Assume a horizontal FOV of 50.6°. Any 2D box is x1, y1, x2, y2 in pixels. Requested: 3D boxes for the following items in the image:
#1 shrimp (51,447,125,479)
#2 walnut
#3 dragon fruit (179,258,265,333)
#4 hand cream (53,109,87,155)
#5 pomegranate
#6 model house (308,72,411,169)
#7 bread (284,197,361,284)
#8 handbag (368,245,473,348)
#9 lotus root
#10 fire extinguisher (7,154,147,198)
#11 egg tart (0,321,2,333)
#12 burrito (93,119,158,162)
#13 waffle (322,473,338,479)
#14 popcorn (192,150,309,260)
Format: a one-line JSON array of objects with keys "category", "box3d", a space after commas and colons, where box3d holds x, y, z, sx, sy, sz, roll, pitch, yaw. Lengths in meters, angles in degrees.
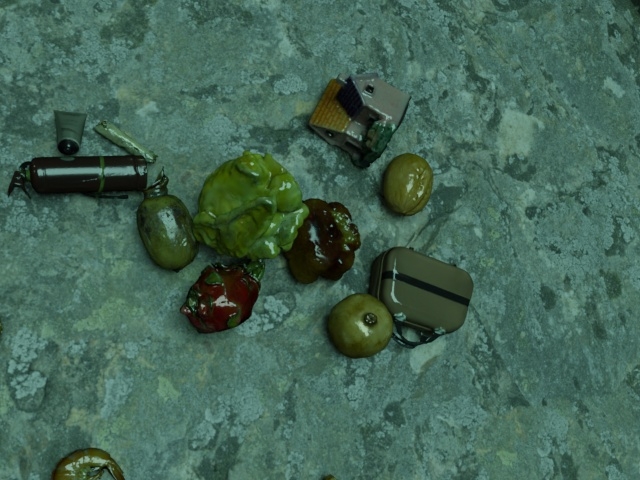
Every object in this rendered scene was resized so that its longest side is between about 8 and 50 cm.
[{"category": "shrimp", "box3d": [-0.525, 0.600, 1.615, 0.249, 0.068, 0.150, 43, 59, -1]}, {"category": "walnut", "box3d": [0.271, -0.172, 2.095, 0.159, 0.159, 0.206, 23, 63, -15]}, {"category": "dragon fruit", "box3d": [-0.252, 0.126, 1.780, 0.269, 0.198, 0.200, -64, 146, -20]}, {"category": "hand cream", "box3d": [-0.659, -0.288, 1.776, 0.087, 0.054, 0.186, 3, 42, -21]}, {"category": "pomegranate", "box3d": [0.113, 0.237, 1.893, 0.196, 0.196, 0.196, 6, 74, -21]}, {"category": "model house", "box3d": [0.107, -0.378, 2.044, 0.237, 0.237, 0.202, 30, 73, -7]}, {"category": "bread", "box3d": [0.008, -0.007, 1.953, 0.232, 0.135, 0.246, -3, 75, -36]}, {"category": "handbag", "box3d": [0.290, 0.183, 2.011, 0.302, 0.149, 0.283, 22, 71, -17]}, {"category": "lotus root", "box3d": [-0.411, -0.051, 1.779, 0.154, 0.154, 0.278, -21, 99, -25]}, {"category": "fire extinguisher", "box3d": [-0.625, -0.158, 1.747, 0.341, 0.105, 0.141, -6, 53, -26]}, {"category": "egg tart", "box3d": [-0.882, 0.215, 1.545, 0.297, 0.132, 0.297, 5, 78, -25]}, {"category": "burrito", "box3d": [-0.534, -0.268, 1.859, 0.185, 0.041, 0.045, 35, 24, -9]}, {"category": "waffle", "box3d": [0.076, 0.802, 1.785, 0.328, 0.098, 0.224, 43, 63, -4]}, {"category": "popcorn", "box3d": [-0.174, -0.082, 1.768, 0.312, 0.312, 0.312, 6, 74, -21]}]
